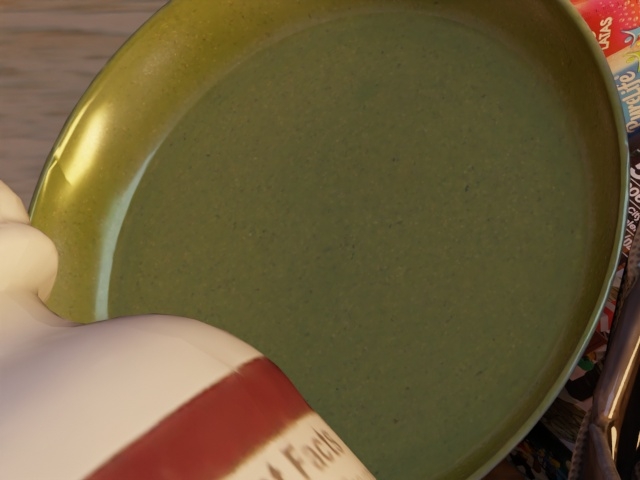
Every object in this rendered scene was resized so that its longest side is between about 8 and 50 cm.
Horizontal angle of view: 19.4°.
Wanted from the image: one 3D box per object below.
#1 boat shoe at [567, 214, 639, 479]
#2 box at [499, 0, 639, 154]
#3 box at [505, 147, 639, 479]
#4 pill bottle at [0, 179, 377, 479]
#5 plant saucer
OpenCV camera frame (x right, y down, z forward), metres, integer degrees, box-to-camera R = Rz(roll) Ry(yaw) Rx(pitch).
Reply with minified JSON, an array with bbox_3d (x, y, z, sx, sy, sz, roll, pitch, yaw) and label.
[{"bbox_3d":[0.116,0.098,0.543,0.132,0.130,0.355,2,70,19],"label":"boat shoe"},{"bbox_3d":[0.075,-0.156,0.785,0.128,0.122,0.257,-21,57,-16],"label":"box"},{"bbox_3d":[0.167,0.067,0.670,0.159,0.044,0.233,-33,61,-23],"label":"box"},{"bbox_3d":[-0.040,0.159,0.399,0.224,0.224,0.392,-40,82,-27],"label":"pill bottle"},{"bbox_3d":[0.000,0.000,0.664,0.241,0.037,0.241,-12,64,25],"label":"plant saucer"}]
